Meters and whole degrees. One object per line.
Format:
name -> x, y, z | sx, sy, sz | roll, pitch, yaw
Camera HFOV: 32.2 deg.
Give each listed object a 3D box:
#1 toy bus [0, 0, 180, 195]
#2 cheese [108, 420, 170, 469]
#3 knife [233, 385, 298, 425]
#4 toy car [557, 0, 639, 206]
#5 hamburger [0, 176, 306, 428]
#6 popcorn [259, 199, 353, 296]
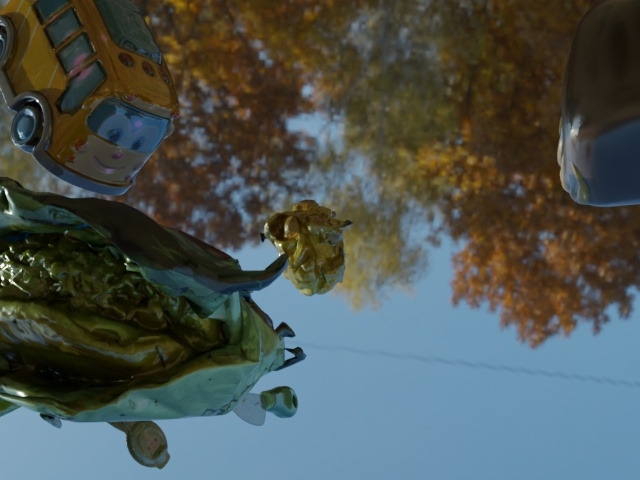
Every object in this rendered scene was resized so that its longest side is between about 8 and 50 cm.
toy bus -> -0.216, -0.155, 1.031 | 0.126, 0.136, 0.210 | 18, -144, -52
cheese -> -0.261, 0.280, 1.599 | 0.121, 0.026, 0.067 | 52, -136, -15
knife -> -0.100, 0.269, 1.801 | 0.034, 0.063, 0.260 | -10, 171, 21
toy car -> 0.304, -0.138, 0.818 | 0.240, 0.341, 0.271 | 8, -124, 12
hamburger -> -0.153, 0.067, 0.745 | 0.260, 0.276, 0.151 | 12, -111, 9
popcorn -> 0.000, 0.000, 0.935 | 0.084, 0.084, 0.084 | 7, -148, -4
